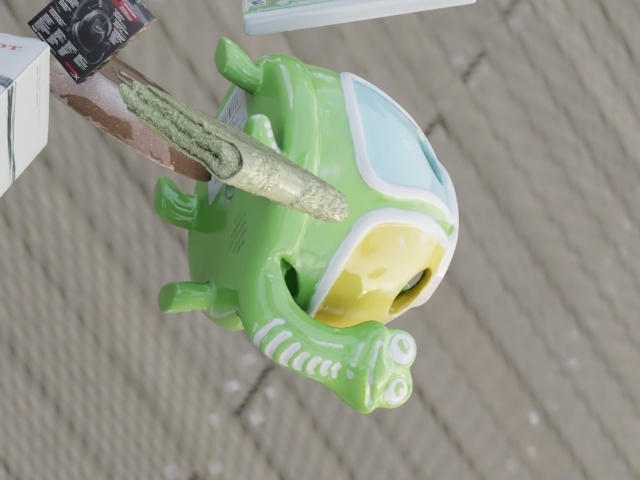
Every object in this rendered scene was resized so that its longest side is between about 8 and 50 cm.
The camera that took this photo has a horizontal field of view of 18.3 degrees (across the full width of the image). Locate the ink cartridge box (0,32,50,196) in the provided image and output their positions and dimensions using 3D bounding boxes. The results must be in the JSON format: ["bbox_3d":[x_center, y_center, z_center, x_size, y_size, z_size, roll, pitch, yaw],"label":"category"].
[{"bbox_3d":[-0.291,-0.078,1.388,0.208,0.153,0.087,-63,160,-62],"label":"ink cartridge box"}]

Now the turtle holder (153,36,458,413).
[{"bbox_3d":[0.004,-0.019,1.719,0.227,0.243,0.320,15,12,-22],"label":"turtle holder"}]

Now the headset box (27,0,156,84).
[{"bbox_3d":[-0.171,-0.170,1.519,0.062,0.083,0.032,50,18,-3],"label":"headset box"}]

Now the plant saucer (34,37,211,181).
[{"bbox_3d":[-0.165,-0.119,1.666,0.198,0.036,0.198,35,8,-6],"label":"plant saucer"}]

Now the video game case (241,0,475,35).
[{"bbox_3d":[0.031,-0.244,1.870,0.193,0.212,0.023,-96,178,-67],"label":"video game case"}]

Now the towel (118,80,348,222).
[{"bbox_3d":[-0.055,-0.054,1.248,0.110,0.148,0.027,23,96,-42],"label":"towel"}]
